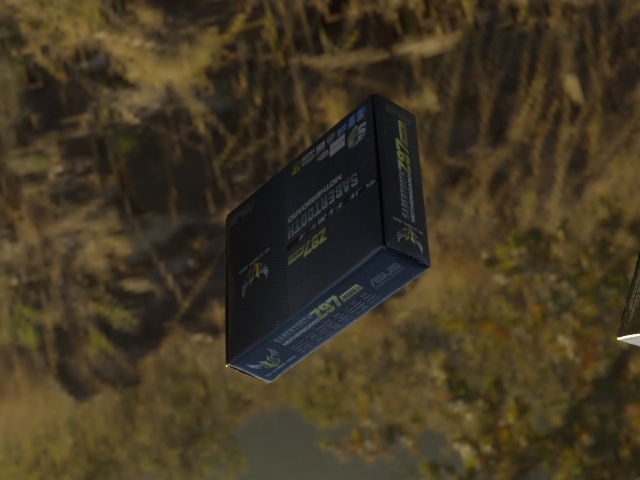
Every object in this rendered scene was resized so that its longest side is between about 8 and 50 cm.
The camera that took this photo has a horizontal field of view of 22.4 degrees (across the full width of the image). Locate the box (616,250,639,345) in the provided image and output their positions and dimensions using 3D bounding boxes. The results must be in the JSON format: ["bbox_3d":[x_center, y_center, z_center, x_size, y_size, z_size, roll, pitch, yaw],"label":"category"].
[{"bbox_3d":[0.409,0.044,1.777,0.093,0.156,0.158,18,172,-5],"label":"box"}]

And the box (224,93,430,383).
[{"bbox_3d":[0.000,0.000,1.503,0.059,0.183,0.232,25,135,-31],"label":"box"}]
